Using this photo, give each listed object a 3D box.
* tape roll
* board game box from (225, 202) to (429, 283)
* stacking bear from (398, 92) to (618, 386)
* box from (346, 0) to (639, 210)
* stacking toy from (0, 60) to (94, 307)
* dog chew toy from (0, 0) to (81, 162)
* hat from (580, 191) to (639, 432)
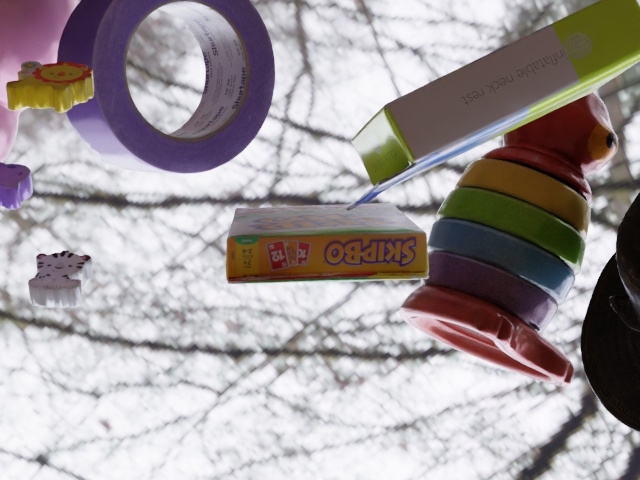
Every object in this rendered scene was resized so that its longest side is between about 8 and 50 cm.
[{"bbox_3d":[-0.141,-0.155,1.240,0.189,0.189,0.080,-54,-150,-18],"label":"tape roll"},{"bbox_3d":[0.000,0.000,0.922,0.124,0.039,0.259,-2,-172,-2],"label":"board game box"},{"bbox_3d":[0.204,-0.028,1.342,0.164,0.175,0.289,13,-104,48],"label":"stacking bear"},{"bbox_3d":[0.094,-0.078,0.776,0.178,0.042,0.109,-26,178,-10],"label":"box"},{"bbox_3d":[-0.261,-0.042,0.909,0.221,0.167,0.052,3,-150,0],"label":"stacking toy"},{"bbox_3d":[-0.372,-0.146,1.304,0.207,0.207,0.331,25,-94,43],"label":"dog chew toy"},{"bbox_3d":[0.340,0.004,1.178,0.331,0.134,0.331,-31,-149,21],"label":"hat"}]
